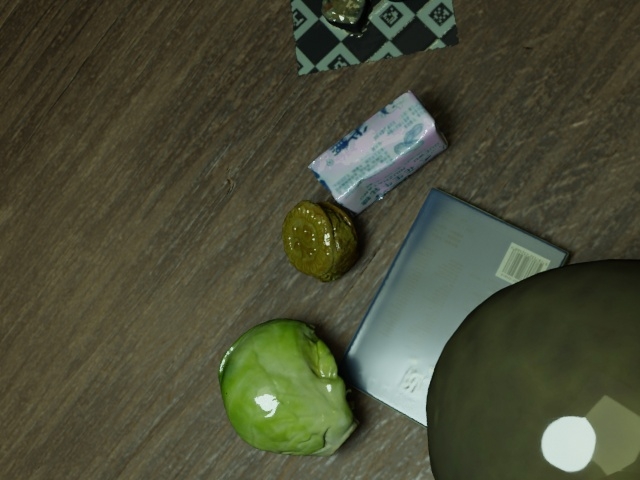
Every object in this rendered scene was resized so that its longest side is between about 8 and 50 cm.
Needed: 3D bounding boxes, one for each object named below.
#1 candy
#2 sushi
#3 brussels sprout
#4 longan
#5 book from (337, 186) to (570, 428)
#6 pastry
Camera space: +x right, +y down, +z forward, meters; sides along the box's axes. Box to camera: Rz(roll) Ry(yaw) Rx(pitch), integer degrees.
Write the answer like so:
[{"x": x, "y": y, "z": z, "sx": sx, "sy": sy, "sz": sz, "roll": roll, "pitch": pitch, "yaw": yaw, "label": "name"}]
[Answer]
[{"x": 0.075, "y": -0.108, "z": 1.276, "sx": 0.160, "sy": 0.092, "sz": 0.073, "roll": -36, "pitch": 68, "yaw": 10, "label": "candy"}, {"x": 0.056, "y": -0.352, "z": 1.346, "sx": 0.219, "sy": 0.047, "sz": 0.232, "roll": -9, "pitch": 78, "yaw": 14, "label": "sushi"}, {"x": -0.046, "y": 0.188, "z": 1.246, "sx": 0.145, "sy": 0.131, "sz": 0.183, "roll": -26, "pitch": 74, "yaw": -13, "label": "brussels sprout"}, {"x": 0.306, "y": 0.184, "z": 1.040, "sx": 0.404, "sy": 0.336, "sz": 0.405, "roll": -10, "pitch": 41, "yaw": 9, "label": "longan"}, {"x": 0.158, "y": 0.093, "z": 1.254, "sx": 0.190, "sy": 0.025, "sz": 0.269, "roll": 27, "pitch": 89, "yaw": 20, "label": "book"}, {"x": 0.000, "y": 0.000, "z": 1.281, "sx": 0.097, "sy": 0.057, "sz": 0.109, "roll": -2, "pitch": 101, "yaw": 47, "label": "pastry"}]
